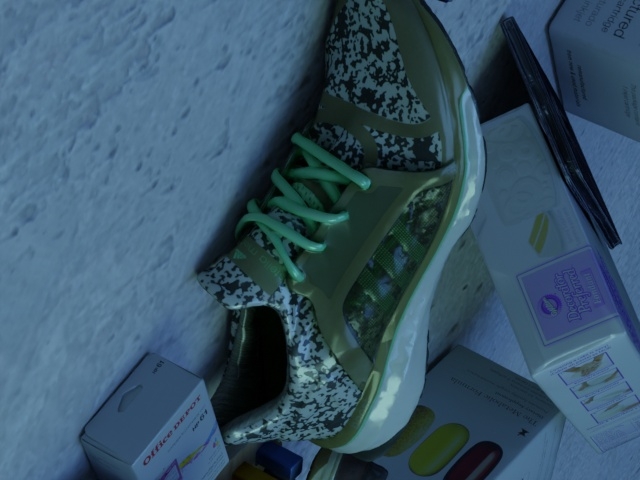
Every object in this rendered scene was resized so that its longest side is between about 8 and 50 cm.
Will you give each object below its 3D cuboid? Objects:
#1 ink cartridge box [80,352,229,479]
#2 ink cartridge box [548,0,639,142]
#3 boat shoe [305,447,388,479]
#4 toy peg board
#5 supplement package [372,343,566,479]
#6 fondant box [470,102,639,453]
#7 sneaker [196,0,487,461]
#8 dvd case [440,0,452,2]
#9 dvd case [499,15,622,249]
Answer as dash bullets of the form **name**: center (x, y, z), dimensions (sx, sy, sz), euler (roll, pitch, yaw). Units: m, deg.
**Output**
- **ink cartridge box**: center (-0.122, 0.155, 1.416), dimensions (0.088, 0.052, 0.122), euler (-51, 151, -26)
- **ink cartridge box**: center (0.463, -0.201, 1.821), dimensions (0.285, 0.395, 0.166), euler (-57, 155, -16)
- **boat shoe**: center (0.007, 0.285, 1.623), dimensions (0.080, 0.073, 0.223), euler (-36, 140, -70)
- **toy peg board**: center (-0.061, 0.255, 1.597), dimensions (0.161, 0.079, 0.161), euler (-40, 146, -42)
- **supplement package**: center (0.119, 0.237, 1.861), dimensions (0.244, 0.139, 0.133), euler (-39, 147, -44)
- **fondant box**: center (0.231, 0.046, 1.788), dimensions (0.096, 0.238, 0.330), euler (-25, 156, 11)
- **sneaker**: center (0.000, 0.000, 1.428), dimensions (0.182, 0.158, 0.410), euler (-12, 121, -39)
- **dvd case**: center (0.071, -0.285, 1.387), dimensions (0.239, 0.030, 0.179), euler (13, 94, -65)
- **dvd case**: center (0.225, -0.095, 1.766), dimensions (0.018, 0.164, 0.221), euler (-24, 157, 10)
